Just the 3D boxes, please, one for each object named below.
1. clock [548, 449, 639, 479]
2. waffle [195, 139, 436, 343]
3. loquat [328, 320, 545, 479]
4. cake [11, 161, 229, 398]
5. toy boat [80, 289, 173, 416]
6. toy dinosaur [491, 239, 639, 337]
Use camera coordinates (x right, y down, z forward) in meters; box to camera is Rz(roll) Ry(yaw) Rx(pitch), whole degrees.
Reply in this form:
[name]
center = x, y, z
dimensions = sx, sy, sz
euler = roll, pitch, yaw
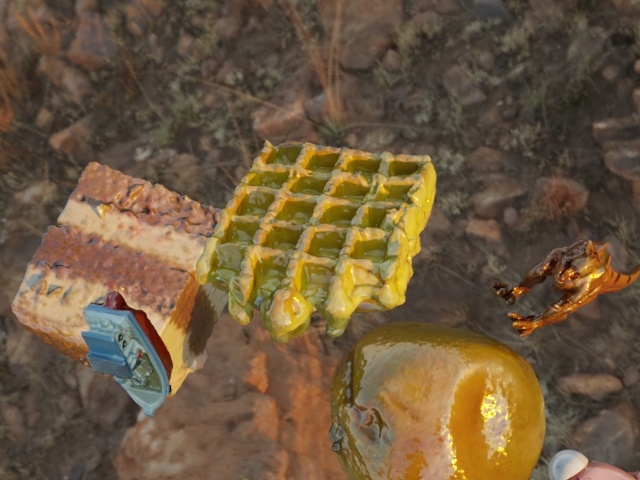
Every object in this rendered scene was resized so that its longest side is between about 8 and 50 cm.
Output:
[clock]
center = 0.434, 0.421, 1.331
dimensions = 0.162, 0.092, 0.165
euler = 12, 69, -6
[waffle]
center = 0.000, 0.000, 0.674
dimensions = 0.161, 0.055, 0.211
euler = 6, 38, 13
[loquat]
center = 0.153, 0.239, 1.147
dimensions = 0.276, 0.284, 0.275
euler = 34, 130, 53
[cake]
center = -0.292, 0.070, 1.348
dimensions = 0.256, 0.282, 0.290
euler = 19, 69, 11
[toy boat]
center = -0.201, 0.127, 0.889
dimensions = 0.069, 0.173, 0.058
euler = 8, 50, 19
[toy dinosaur]
center = 0.366, 0.062, 1.246
dimensions = 0.208, 0.432, 0.097
euler = -30, 75, 23
